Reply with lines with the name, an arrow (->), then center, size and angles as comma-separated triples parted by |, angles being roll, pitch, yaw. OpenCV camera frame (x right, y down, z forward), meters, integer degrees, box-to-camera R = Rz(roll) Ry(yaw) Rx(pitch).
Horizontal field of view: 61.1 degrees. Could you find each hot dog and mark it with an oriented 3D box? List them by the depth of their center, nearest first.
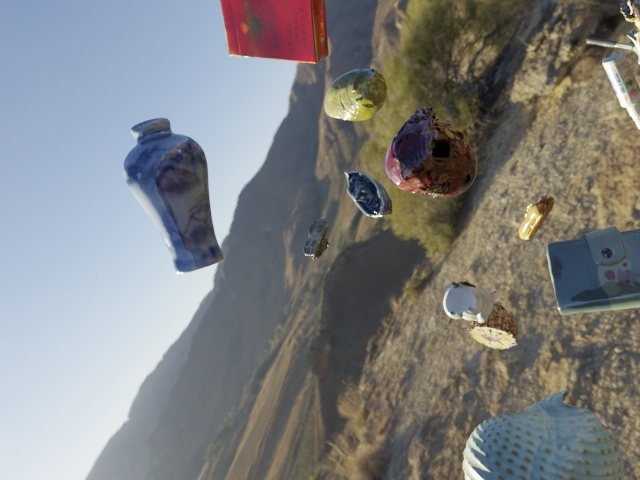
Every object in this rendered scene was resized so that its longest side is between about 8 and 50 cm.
hot dog -> 0.724, -0.082, 1.825 | 0.092, 0.062, 0.236 | -35, -25, -19

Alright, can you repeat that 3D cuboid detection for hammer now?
hammer -> 0.937, -0.632, 1.732 | 0.029, 0.103, 0.246 | -34, 32, 1

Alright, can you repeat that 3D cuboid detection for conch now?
conch -> 0.458, 0.492, 1.145 | 0.215, 0.302, 0.319 | -32, -35, -43

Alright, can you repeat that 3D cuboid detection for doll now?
doll -> 0.422, 0.175, 1.522 | 0.110, 0.180, 0.107 | -18, 65, 34

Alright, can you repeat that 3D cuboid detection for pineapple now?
pineapple -> 0.586, 0.266, 1.824 | 0.161, 0.175, 0.137 | 112, 180, -62

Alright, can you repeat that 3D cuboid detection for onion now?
onion -> 0.332, -0.237, 1.593 | 0.281, 0.280, 0.221 | -63, 2, -21

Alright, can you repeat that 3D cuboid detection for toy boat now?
toy boat -> 0.176, -0.190, 2.152 | 0.129, 0.142, 0.309 | -58, 42, 24

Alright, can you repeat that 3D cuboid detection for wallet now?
wallet -> 0.879, 0.088, 1.637 | 0.360, 0.253, 0.083 | -14, 0, 34

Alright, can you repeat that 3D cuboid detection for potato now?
potato -> 0.124, -0.513, 1.939 | 0.141, 0.176, 0.298 | -22, 9, -31

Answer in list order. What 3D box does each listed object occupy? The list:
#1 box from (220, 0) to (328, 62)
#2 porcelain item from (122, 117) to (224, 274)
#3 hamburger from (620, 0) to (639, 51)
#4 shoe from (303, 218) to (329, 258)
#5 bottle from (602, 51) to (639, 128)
box -> -0.136, -0.640, 1.589 | 0.089, 0.313, 0.198 | -52, -34, -44
porcelain item -> -0.246, -0.075, 0.922 | 0.141, 0.259, 0.141 | -17, 9, 3
hamburger -> 0.762, -0.371, 1.022 | 0.286, 0.268, 0.446 | -16, 30, 30
shoe -> 0.000, 0.000, 2.132 | 0.071, 0.099, 0.169 | 6, 66, 39
bottle -> 0.843, -0.405, 1.481 | 0.060, 0.217, 0.060 | -31, 12, 8
